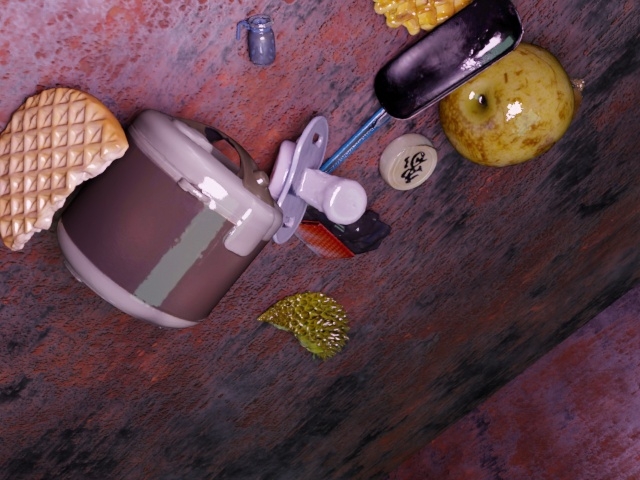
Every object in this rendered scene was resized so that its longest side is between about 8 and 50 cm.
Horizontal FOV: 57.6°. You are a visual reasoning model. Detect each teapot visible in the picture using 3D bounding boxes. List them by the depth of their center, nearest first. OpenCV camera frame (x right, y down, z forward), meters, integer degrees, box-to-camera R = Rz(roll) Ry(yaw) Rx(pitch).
[{"bbox_3d":[-0.112,-0.362,1.049,0.049,0.063,0.083,-43,147,-36],"label":"teapot"}]

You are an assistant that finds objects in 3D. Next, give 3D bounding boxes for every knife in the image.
[{"bbox_3d":[0.099,-0.238,1.306,0.296,0.026,0.044,-43,149,15],"label":"knife"}]

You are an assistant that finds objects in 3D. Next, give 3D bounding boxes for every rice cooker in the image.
[{"bbox_3d":[-0.250,-0.048,1.033,0.325,0.335,0.335,-52,136,5],"label":"rice cooker"}]

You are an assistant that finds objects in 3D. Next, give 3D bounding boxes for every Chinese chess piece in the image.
[{"bbox_3d":[0.211,-0.188,1.396,0.144,0.058,0.144,-16,137,-16],"label":"Chinese chess piece"}]

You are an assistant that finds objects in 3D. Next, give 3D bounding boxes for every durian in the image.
[{"bbox_3d":[-0.021,0.249,1.697,0.169,0.158,0.355,-6,148,29],"label":"durian"}]

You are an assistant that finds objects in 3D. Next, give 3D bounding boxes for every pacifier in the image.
[{"bbox_3d":[0.001,-0.109,1.209,0.279,0.207,0.227,-70,165,6],"label":"pacifier"}]

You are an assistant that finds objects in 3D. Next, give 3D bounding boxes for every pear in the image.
[{"bbox_3d":[0.401,-0.288,1.254,0.283,0.284,0.284,-16,138,-15],"label":"pear"}]

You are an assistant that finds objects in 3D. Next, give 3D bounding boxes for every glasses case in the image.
[{"bbox_3d":[0.246,-0.358,1.153,0.314,0.122,0.075,-31,177,29],"label":"glasses case"}]

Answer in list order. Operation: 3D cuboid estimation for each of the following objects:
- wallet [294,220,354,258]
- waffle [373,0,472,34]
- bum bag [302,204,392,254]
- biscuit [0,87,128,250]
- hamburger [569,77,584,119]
[{"bbox_3d":[0.000,0.000,1.446,0.103,0.020,0.196,-1,154,30],"label":"wallet"},{"bbox_3d":[0.218,-0.515,1.066,0.309,0.065,0.283,5,131,-39],"label":"waffle"},{"bbox_3d":[0.062,-0.048,1.443,0.137,0.074,0.310,-35,140,21],"label":"bum bag"},{"bbox_3d":[-0.454,-0.137,0.953,0.309,0.205,0.040,-35,163,22],"label":"biscuit"},{"bbox_3d":[0.558,-0.330,1.399,0.185,0.131,0.159,-37,143,2],"label":"hamburger"}]
